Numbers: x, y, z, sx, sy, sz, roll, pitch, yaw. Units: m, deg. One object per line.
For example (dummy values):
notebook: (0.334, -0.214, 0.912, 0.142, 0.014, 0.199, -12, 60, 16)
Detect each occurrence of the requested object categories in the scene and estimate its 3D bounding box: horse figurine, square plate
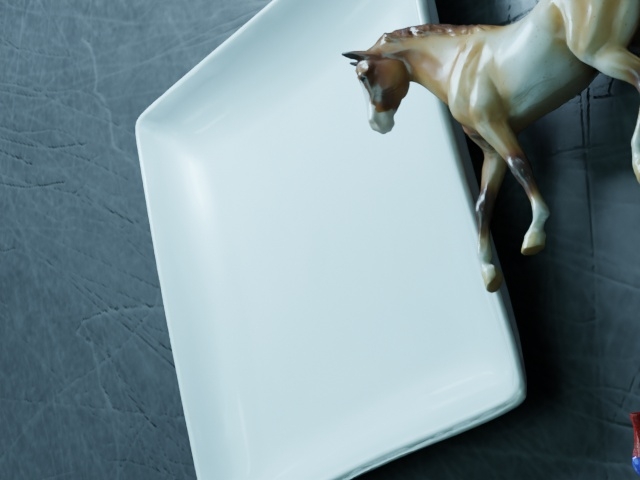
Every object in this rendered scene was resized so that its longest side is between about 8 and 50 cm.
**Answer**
horse figurine: (0.141, -0.090, 1.032, 0.263, 0.066, 0.174, -31, 62, 36)
square plate: (0.000, 0.000, 1.238, 0.344, 0.049, 0.347, -34, 61, 46)

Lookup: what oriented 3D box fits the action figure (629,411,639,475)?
action figure: (0.192, 0.154, 0.996, 0.038, 0.030, 0.115, 1, 93, 58)
